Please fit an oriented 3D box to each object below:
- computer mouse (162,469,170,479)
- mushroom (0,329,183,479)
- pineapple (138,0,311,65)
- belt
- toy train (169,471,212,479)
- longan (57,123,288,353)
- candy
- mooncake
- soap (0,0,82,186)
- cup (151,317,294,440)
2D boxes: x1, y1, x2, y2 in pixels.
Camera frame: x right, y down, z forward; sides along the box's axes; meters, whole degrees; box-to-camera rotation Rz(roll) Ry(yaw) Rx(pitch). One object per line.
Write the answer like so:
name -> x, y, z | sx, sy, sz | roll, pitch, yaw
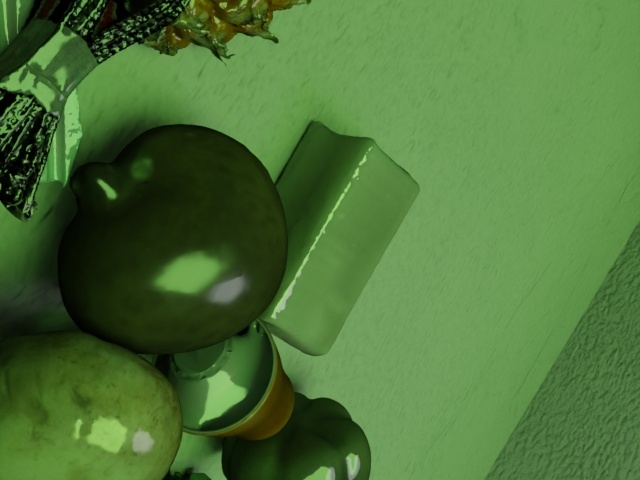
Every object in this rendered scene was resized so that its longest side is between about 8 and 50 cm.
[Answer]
computer mouse -> -0.261, 0.259, 0.801 | 0.087, 0.168, 0.295 | -8, 114, -20
mushroom -> -0.268, 0.208, 0.598 | 0.254, 0.184, 0.255 | -20, 127, -29
pineapple -> -0.049, -0.377, 0.660 | 0.286, 0.209, 0.345 | -13, 118, -41
belt -> -0.251, -0.159, 0.521 | 0.360, 0.094, 0.126 | -55, 135, -8
toy train -> -0.271, 0.494, 0.942 | 0.271, 0.159, 0.188 | 26, 85, -49
longan -> -0.180, 0.002, 0.706 | 0.300, 0.243, 0.300 | -2, 93, -50
candy -> 0.003, 0.002, 0.964 | 0.208, 0.145, 0.359 | 37, 82, -49
mooncake -> -0.043, 0.378, 1.037 | 0.274, 0.275, 0.135 | -9, 110, -43
soap -> -0.328, -0.173, 0.575 | 0.145, 0.091, 0.231 | -9, 117, -40
cup -> -0.137, 0.200, 0.884 | 0.182, 0.226, 0.264 | -19, 151, 1
